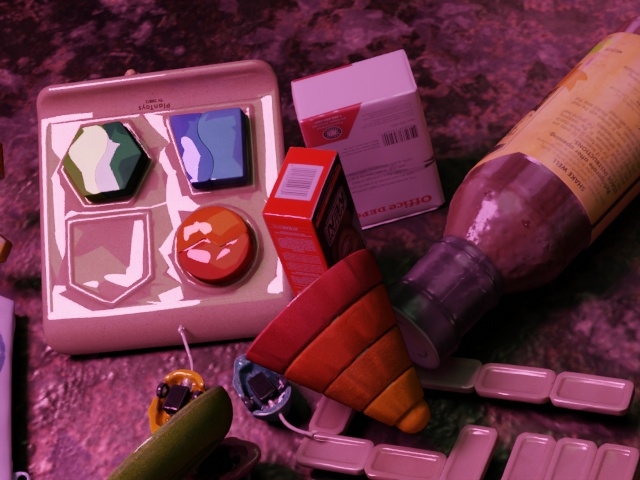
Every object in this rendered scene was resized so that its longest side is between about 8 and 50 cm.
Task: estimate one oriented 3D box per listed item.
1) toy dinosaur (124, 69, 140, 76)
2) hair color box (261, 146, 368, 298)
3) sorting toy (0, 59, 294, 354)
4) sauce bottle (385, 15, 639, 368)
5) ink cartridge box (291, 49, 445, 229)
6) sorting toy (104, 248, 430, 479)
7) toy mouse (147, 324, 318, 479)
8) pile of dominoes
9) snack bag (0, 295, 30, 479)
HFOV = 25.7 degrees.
[{"bbox_3d":[-0.165,-0.056,1.234,0.053,0.092,0.183,0,92,37],"label":"toy dinosaur"},{"bbox_3d":[0.000,0.000,1.101,0.043,0.141,0.072,7,54,21],"label":"hair color box"},{"bbox_3d":[-0.179,-0.023,1.162,0.307,0.041,0.229,-6,80,8],"label":"sorting toy"},{"bbox_3d":[0.178,-0.041,1.102,0.111,0.111,0.344,32,64,34],"label":"sauce bottle"},{"bbox_3d":[0.041,-0.079,1.160,0.099,0.135,0.056,-15,46,3],"label":"ink cartridge box"},{"bbox_3d":[-0.060,0.170,0.983,0.365,0.127,0.126,-43,82,-6],"label":"sorting toy"},{"bbox_3d":[-0.064,0.144,1.073,0.143,0.031,0.161,3,54,20],"label":"toy mouse"},{"bbox_3d":[0.100,0.172,1.006,0.251,0.040,0.196,5,46,27],"label":"pile of dominoes"},{"bbox_3d":[-0.362,0.129,1.020,0.037,0.323,0.342,-44,39,31],"label":"snack bag"}]
